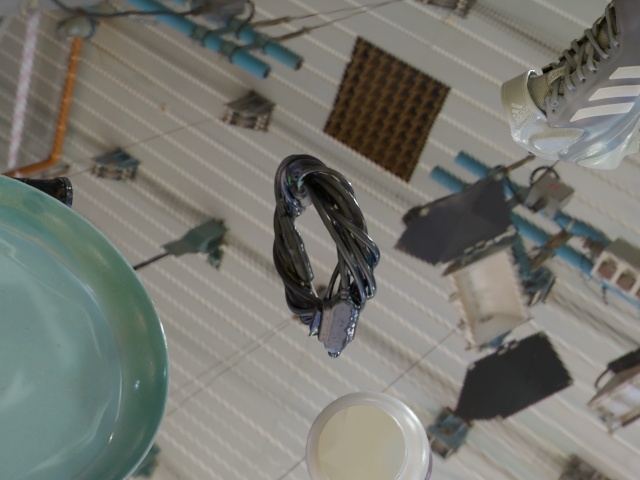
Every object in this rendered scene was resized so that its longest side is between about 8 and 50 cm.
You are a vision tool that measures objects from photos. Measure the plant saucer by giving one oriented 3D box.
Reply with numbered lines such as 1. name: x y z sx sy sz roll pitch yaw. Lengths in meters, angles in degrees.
1. plant saucer: -0.266 0.076 0.762 0.317 0.318 0.043 51 -52 8

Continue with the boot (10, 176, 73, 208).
1. boot: -0.351 -0.054 1.159 0.121 0.099 0.045 9 -82 53

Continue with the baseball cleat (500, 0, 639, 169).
1. baseball cleat: 0.181 -0.111 0.681 0.110 0.072 0.206 2 -33 3

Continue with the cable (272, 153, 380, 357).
1. cable: 0.000 0.000 0.843 0.184 0.047 0.150 96 -25 -46

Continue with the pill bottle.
1. pill bottle: 0.077 0.329 1.534 0.182 0.323 0.181 -2 -105 8
